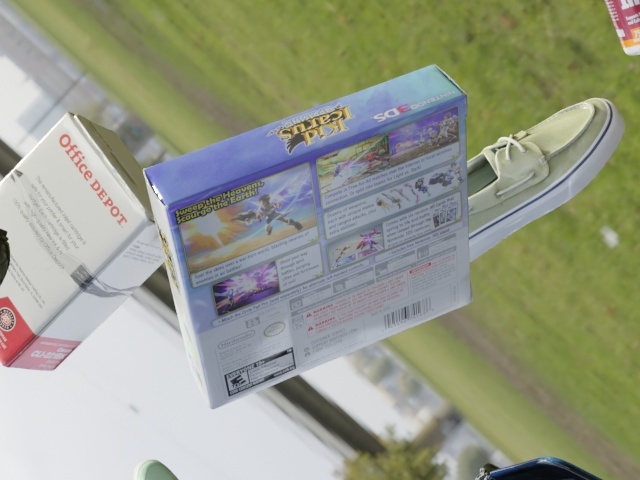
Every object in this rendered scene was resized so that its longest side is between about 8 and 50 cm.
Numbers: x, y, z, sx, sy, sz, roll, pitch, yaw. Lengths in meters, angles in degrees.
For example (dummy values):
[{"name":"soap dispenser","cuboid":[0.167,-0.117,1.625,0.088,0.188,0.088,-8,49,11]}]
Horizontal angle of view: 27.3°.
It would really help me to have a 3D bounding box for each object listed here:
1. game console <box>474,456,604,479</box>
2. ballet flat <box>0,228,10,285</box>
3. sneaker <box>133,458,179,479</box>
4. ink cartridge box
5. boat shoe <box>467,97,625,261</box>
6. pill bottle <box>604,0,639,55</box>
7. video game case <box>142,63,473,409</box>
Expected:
[{"name":"game console","cuboid":[0.311,0.392,1.562,0.293,0.250,0.173,28,-172,-9]},{"name":"ballet flat","cuboid":[-0.269,-0.003,0.774,0.173,0.049,0.057,14,174,-15]},{"name":"sneaker","cuboid":[-0.218,0.461,2.228,0.256,0.094,0.151,57,139,16]},{"name":"ink cartridge box","cuboid":[-0.330,0.004,1.676,0.197,0.273,0.114,51,-167,22]},{"name":"boat shoe","cuboid":[0.239,-0.080,1.632,0.094,0.302,0.109,45,-170,-35]},{"name":"pill bottle","cuboid":[0.341,-0.283,1.411,0.152,0.086,0.086,66,174,-9]},{"name":"video game case","cuboid":[0.000,0.000,1.137,0.061,0.269,0.244,-126,21,-43]}]
